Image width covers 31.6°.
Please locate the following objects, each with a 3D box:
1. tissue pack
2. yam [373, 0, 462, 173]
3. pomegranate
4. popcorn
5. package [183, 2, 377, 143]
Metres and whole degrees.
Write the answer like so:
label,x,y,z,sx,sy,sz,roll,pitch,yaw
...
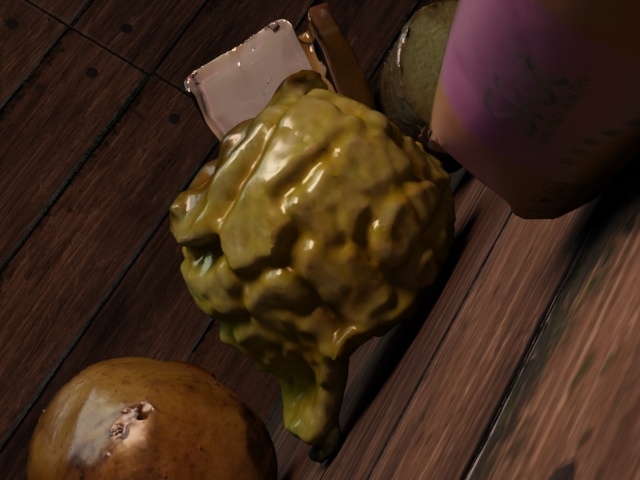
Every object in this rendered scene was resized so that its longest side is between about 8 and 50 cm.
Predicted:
label,x,y,z,sx,sy,sz,roll,pitch,yaw
tissue pack,0.137,-0.139,0.452,0.215,0.123,0.256,-60,-7,-14
yam,0.143,-0.169,1.333,0.161,0.161,0.268,-58,0,-11
pomegranate,-0.180,0.260,1.250,0.281,0.281,0.281,-58,-1,-1
popcorn,-0.007,-0.006,1.020,0.293,0.237,0.293,-56,3,4
package,0.022,-0.111,1.333,0.165,0.311,0.221,-27,0,39
